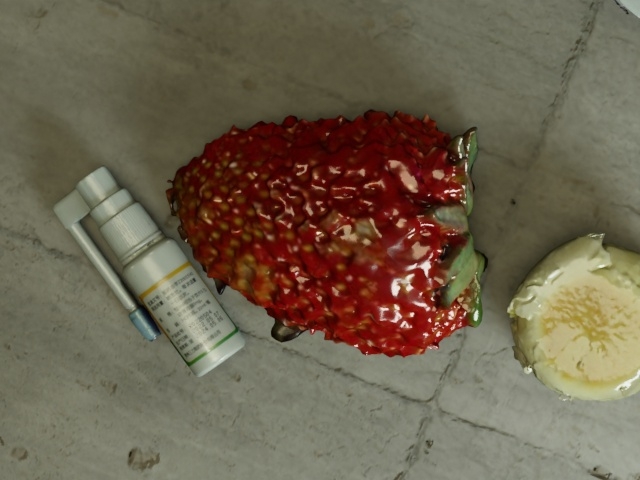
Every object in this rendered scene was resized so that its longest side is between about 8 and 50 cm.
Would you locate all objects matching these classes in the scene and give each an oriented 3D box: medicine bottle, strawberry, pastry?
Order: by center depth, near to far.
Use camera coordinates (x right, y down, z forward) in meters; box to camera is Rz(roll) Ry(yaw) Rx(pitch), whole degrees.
[{"bbox_3d":[0.253,0.075,1.426,0.166,0.088,0.165,1,96,7],"label":"pastry"},{"bbox_3d":[0.000,0.000,1.428,0.306,0.138,0.233,-2,98,6],"label":"strawberry"},{"bbox_3d":[-0.169,0.034,1.494,0.092,0.061,0.220,-35,91,29],"label":"medicine bottle"}]

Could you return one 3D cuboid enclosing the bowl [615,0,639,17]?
[{"bbox_3d":[0.380,-0.338,1.294,0.346,0.345,0.157,-15,54,9],"label":"bowl"}]
